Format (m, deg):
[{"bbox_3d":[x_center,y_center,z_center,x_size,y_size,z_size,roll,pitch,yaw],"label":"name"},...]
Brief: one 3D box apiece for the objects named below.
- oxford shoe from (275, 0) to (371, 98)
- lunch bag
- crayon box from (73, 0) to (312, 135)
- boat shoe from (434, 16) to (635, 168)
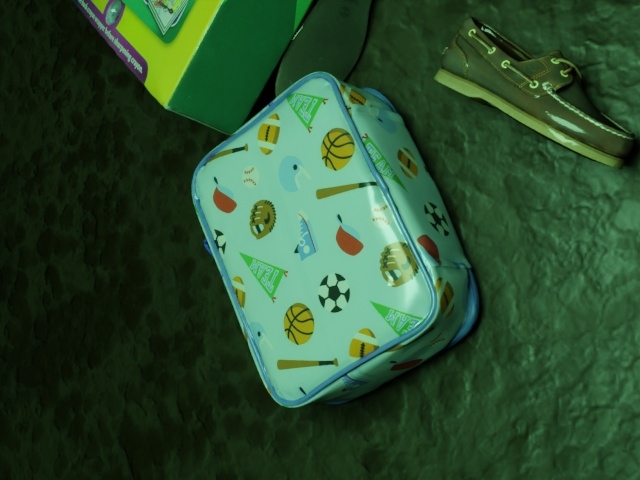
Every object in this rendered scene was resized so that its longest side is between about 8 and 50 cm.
[{"bbox_3d":[0.006,-0.234,0.949,0.212,0.076,0.076,-65,28,9],"label":"oxford shoe"},{"bbox_3d":[0.000,0.000,0.887,0.243,0.115,0.303,-36,65,30],"label":"lunch bag"},{"bbox_3d":[-0.127,-0.339,0.990,0.313,0.106,0.363,-57,44,15],"label":"crayon box"},{"bbox_3d":[0.188,-0.134,0.785,0.207,0.073,0.073,37,108,34],"label":"boat shoe"}]
